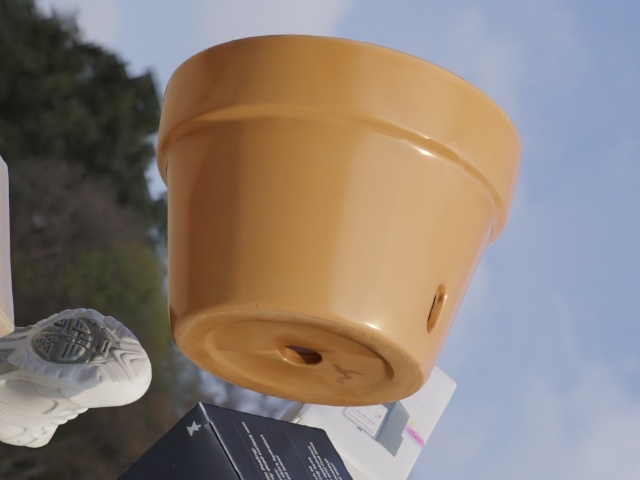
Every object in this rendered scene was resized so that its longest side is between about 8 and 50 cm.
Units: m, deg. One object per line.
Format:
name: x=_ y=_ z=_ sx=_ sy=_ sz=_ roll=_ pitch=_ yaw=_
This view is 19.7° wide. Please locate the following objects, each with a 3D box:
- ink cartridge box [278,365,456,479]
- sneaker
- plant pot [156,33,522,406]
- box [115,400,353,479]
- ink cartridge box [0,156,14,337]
ink cartridge box: x=-0.009 y=0.228 z=1.713 sx=0.119 sy=0.207 sz=0.353 roll=41 pitch=23 yaw=1
sneaker: x=-0.235 y=0.126 z=1.578 sx=0.232 sy=0.090 sz=0.115 roll=1 pitch=-54 yaw=30
plant pot: x=0.000 y=0.000 z=1.429 sx=0.291 sy=0.291 sz=0.203 roll=103 pitch=-1 yaw=-65
box: x=-0.035 y=0.208 z=1.276 sx=0.158 sy=0.093 sz=0.156 roll=22 pitch=31 yaw=-54
ink cartridge box: x=-0.308 y=-0.056 z=1.321 sx=0.193 sy=0.088 sz=0.235 roll=-103 pitch=171 yaw=-45
